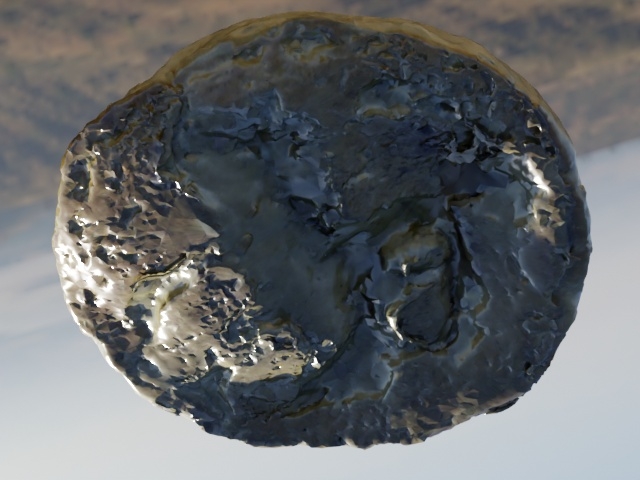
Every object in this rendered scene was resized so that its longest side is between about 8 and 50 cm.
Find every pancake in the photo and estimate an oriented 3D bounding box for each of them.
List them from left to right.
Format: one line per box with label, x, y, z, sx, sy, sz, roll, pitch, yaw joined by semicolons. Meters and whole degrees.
pancake;0.001;0.000;1.339;0.387;0.387;0.082;-17;-140;8
